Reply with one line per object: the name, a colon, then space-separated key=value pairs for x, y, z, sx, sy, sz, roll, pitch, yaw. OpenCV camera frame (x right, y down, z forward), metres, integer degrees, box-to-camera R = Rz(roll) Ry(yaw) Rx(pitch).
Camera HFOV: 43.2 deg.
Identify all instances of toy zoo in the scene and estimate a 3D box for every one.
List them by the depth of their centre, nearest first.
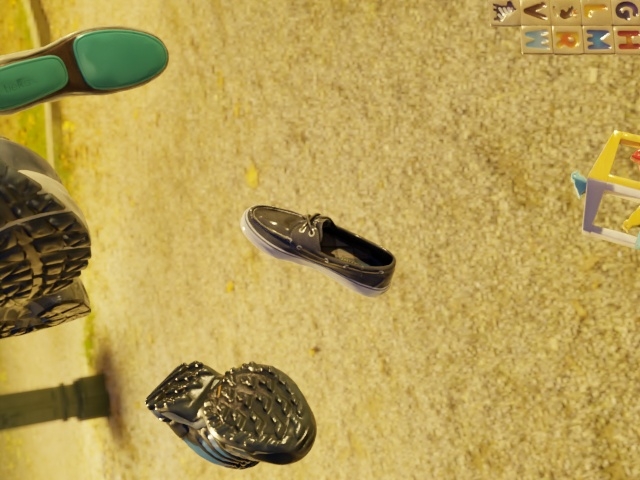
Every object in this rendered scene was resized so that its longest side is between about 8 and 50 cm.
toy zoo: x=0.576 y=-0.074 z=1.382 sx=0.293 sy=0.030 sz=0.192 roll=18 pitch=83 yaw=19

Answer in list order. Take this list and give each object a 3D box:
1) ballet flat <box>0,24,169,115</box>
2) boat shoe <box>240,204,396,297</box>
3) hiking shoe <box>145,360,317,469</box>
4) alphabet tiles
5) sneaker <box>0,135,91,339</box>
ballet flat: x=-0.311 y=-0.211 z=0.990 sx=0.086 sy=0.248 sz=0.086 roll=34 pitch=133 yaw=46
boat shoe: x=0.000 y=0.000 z=1.109 sx=0.228 sy=0.080 sz=0.076 roll=29 pitch=138 yaw=6
hiking shoe: x=-0.091 y=0.227 z=1.005 sx=0.304 sy=0.113 sz=0.132 roll=2 pitch=134 yaw=53
alphabet tiles: x=0.482 y=-0.480 z=1.510 sx=0.011 sy=0.342 sz=0.285 roll=94 pitch=175 yaw=-78
sneaker: x=-0.213 y=-0.014 z=0.503 sx=0.122 sy=0.110 sz=0.283 roll=69 pitch=159 yaw=9
